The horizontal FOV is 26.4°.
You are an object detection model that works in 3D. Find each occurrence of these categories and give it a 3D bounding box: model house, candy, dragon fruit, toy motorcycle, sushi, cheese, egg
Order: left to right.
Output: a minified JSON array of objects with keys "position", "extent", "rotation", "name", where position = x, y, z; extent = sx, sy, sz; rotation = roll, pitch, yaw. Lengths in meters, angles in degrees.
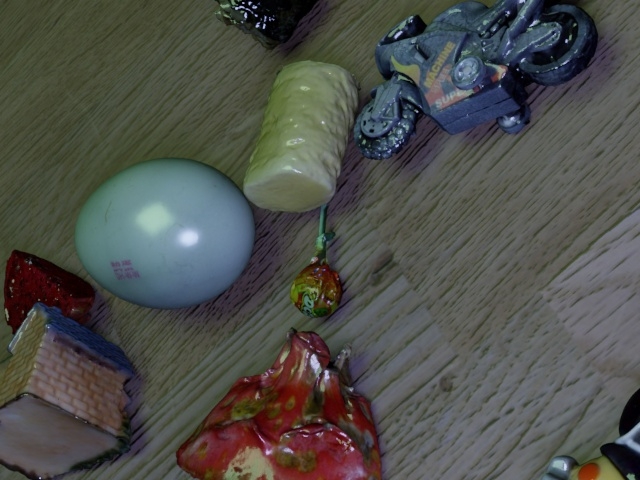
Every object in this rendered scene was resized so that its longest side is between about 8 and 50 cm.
[{"position":[-0.359,0.090,1.819],"extent":[0.162,0.083,0.106],"rotation":[29,102,35],"name":"dragon fruit"},{"position":[-0.334,0.182,1.706],"extent":[0.183,0.166,0.172],"rotation":[-31,41,37],"name":"model house"},{"position":[-0.193,-0.008,1.650],"extent":[0.264,0.183,0.183],"rotation":[-3,67,45],"name":"egg"},{"position":[-0.103,-0.344,1.765],"extent":[0.115,0.147,0.212],"rotation":[-47,51,11],"name":"sushi"},{"position":[-0.044,0.191,1.465],"extent":[0.262,0.134,0.212],"rotation":[12,74,42],"name":"dragon fruit"},{"position":[-0.023,-0.123,1.609],"extent":[0.123,0.094,0.167],"rotation":[-9,54,39],"name":"cheese"},{"position":[0.000,0.000,1.587],"extent":[0.060,0.060,0.201],"rotation":[-18,51,33],"name":"candy"},{"position":[0.163,-0.202,1.506],"extent":[0.307,0.108,0.173],"rotation":[-23,51,27],"name":"toy motorcycle"}]

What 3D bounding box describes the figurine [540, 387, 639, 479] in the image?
[{"position":[0.298,0.218,1.173],"extent":[0.236,0.133,0.176],"rotation":[-45,60,6],"name":"figurine"}]
